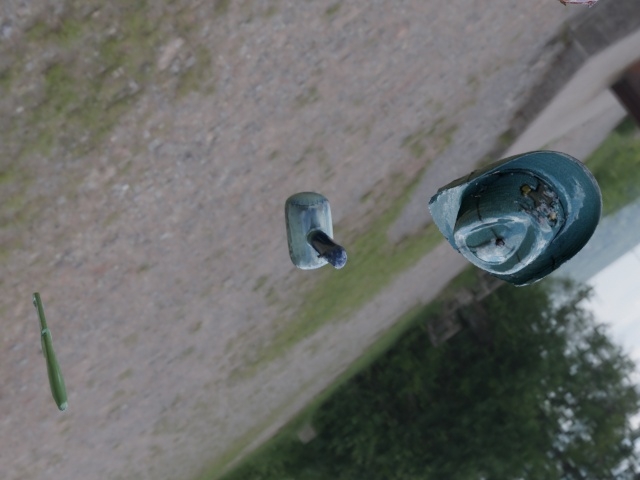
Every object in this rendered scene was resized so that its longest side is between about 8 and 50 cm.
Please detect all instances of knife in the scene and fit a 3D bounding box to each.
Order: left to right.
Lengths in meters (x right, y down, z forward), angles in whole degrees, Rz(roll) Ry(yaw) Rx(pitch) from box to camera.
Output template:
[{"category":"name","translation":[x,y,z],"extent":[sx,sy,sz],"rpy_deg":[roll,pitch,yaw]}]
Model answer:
[{"category":"knife","translation":[-0.275,0.110,1.001],"extent":[0.014,0.207,0.030],"rpy_deg":[-8,122,-19]}]

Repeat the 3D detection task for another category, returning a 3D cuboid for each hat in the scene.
[{"category":"hat","translation":[0.184,-0.013,0.990],"extent":[0.191,0.138,0.078],"rpy_deg":[-35,-167,46]}]

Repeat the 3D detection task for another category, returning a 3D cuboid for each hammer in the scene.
[{"category":"hammer","translation":[0.000,0.000,1.403],"extent":[0.069,0.116,0.194],"rpy_deg":[-8,-164,-14]}]

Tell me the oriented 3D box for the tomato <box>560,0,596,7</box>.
[{"category":"tomato","translation":[0.338,-0.389,1.239],"extent":[0.167,0.167,0.167],"rpy_deg":[-34,170,-7]}]
